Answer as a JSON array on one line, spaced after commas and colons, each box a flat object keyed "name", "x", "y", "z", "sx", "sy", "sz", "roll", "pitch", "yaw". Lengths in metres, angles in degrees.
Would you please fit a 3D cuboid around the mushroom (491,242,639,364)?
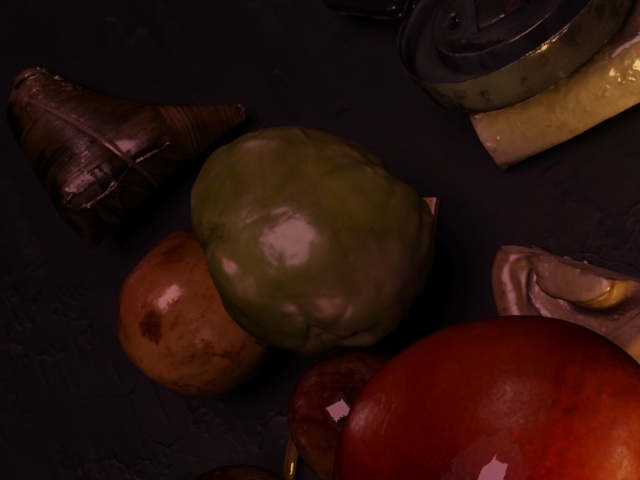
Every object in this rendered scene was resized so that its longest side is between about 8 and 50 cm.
[{"name": "mushroom", "x": 0.307, "y": 0.099, "z": 1.788, "sx": 0.285, "sy": 0.156, "sz": 0.151, "roll": 17, "pitch": 94, "yaw": 43}]

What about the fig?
[{"name": "fig", "x": 0.022, "y": 0.213, "z": 1.897, "sx": 0.207, "sy": 0.175, "sz": 0.175, "roll": 2, "pitch": 74, "yaw": 48}]

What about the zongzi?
[{"name": "zongzi", "x": -0.271, "y": -0.170, "z": 2.193, "sx": 0.288, "sy": 0.134, "sz": 0.286, "roll": -35, "pitch": 56, "yaw": -2}]

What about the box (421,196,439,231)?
[{"name": "box", "x": 0.115, "y": -0.008, "z": 1.991, "sx": 0.058, "sy": 0.015, "sz": 0.093, "roll": 1, "pitch": 74, "yaw": 29}]

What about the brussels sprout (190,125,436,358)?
[{"name": "brussels sprout", "x": -0.002, "y": 0.005, "z": 1.861, "sx": 0.243, "sy": 0.316, "sz": 0.274, "roll": -57, "pitch": 25, "yaw": 21}]

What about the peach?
[{"name": "peach", "x": 0.195, "y": 0.270, "z": 1.646, "sx": 0.388, "sy": 0.388, "sz": 0.388, "roll": -9, "pitch": 70, "yaw": 25}]

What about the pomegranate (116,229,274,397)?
[{"name": "pomegranate", "x": -0.151, "y": 0.080, "z": 1.986, "sx": 0.215, "sy": 0.215, "sz": 0.215, "roll": -9, "pitch": 70, "yaw": 25}]

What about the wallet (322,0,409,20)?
[{"name": "wallet", "x": 0.107, "y": -0.417, "z": 2.084, "sx": 0.146, "sy": 0.030, "sz": 0.285, "roll": 14, "pitch": 74, "yaw": 43}]

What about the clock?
[{"name": "clock", "x": 0.236, "y": -0.279, "z": 1.907, "sx": 0.312, "sy": 0.061, "sz": 0.313, "roll": -28, "pitch": 34, "yaw": 21}]

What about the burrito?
[{"name": "burrito", "x": 0.314, "y": -0.211, "z": 1.903, "sx": 0.299, "sy": 0.105, "sz": 0.143, "roll": -29, "pitch": 59, "yaw": 18}]

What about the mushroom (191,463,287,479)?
[{"name": "mushroom", "x": -0.110, "y": 0.413, "z": 1.889, "sx": 0.278, "sy": 0.163, "sz": 0.297, "roll": 5, "pitch": 78, "yaw": 28}]
